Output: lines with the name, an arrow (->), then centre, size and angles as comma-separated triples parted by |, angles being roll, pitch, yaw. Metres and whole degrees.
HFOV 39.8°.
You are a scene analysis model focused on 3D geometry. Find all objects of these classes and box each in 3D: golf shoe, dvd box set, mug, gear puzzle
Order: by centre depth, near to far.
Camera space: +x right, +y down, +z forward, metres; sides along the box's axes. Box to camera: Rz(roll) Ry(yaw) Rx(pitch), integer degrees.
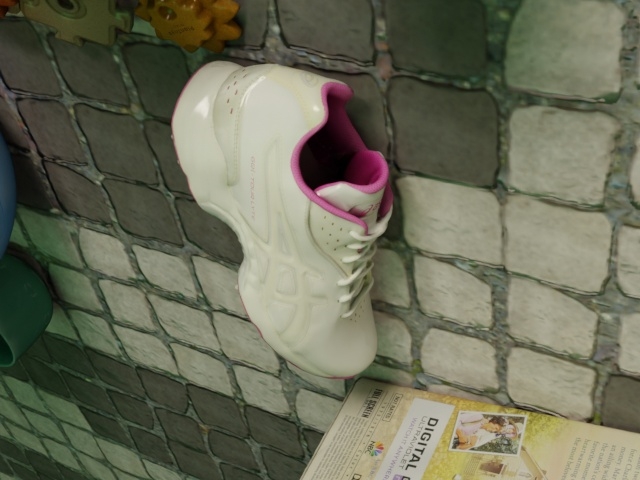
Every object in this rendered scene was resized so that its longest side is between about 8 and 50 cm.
gear puzzle -> -0.221, -0.197, 0.642 | 0.338, 0.044, 0.175 | 19, 153, -5
golf shoe -> 0.000, 0.000, 0.691 | 0.140, 0.115, 0.306 | 0, 132, 33
dvd box set -> 0.151, 0.275, 0.708 | 0.420, 0.308, 0.062 | 5, 136, 33
mug -> -0.403, 0.066, 1.080 | 0.158, 0.097, 0.129 | 46, 142, -13

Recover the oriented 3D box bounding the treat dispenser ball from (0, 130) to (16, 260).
treat dispenser ball -> -0.437, -0.044, 0.829 | 0.288, 0.288, 0.288 | 21, 141, 18
